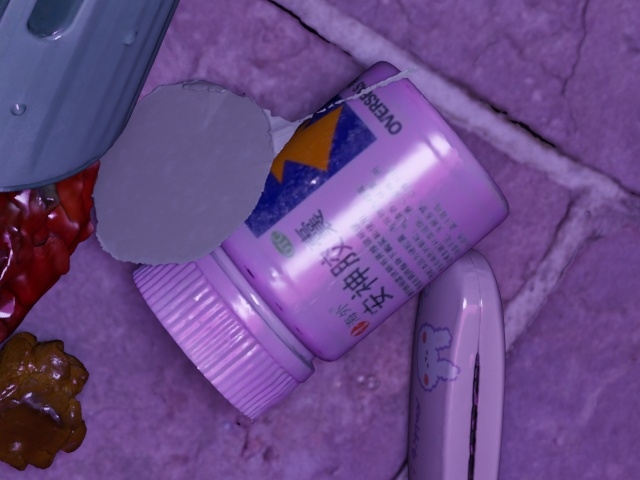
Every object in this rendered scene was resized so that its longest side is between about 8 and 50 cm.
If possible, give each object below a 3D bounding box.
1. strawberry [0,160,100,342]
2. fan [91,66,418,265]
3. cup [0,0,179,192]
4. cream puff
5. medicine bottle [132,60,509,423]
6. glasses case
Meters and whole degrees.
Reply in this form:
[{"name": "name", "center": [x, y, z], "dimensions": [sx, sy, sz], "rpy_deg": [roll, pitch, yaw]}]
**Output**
[{"name": "strawberry", "center": [-0.370, -0.010, 1.526], "dimensions": [0.317, 0.295, 0.345], "rpy_deg": [12, 138, -31]}, {"name": "fan", "center": [-0.056, -0.082, 1.580], "dimensions": [0.310, 0.182, 0.010], "rpy_deg": [-21, 149, 16]}, {"name": "cup", "center": [-0.249, -0.257, 1.281], "dimensions": [0.400, 0.310, 0.392], "rpy_deg": [-4, 144, -36]}, {"name": "cream puff", "center": [-0.258, 0.138, 1.656], "dimensions": [0.116, 0.094, 0.122], "rpy_deg": [10, 128, -17]}, {"name": "medicine bottle", "center": [0.000, 0.000, 1.619], "dimensions": [0.290, 0.178, 0.178], "rpy_deg": [-39, 108, 1]}, {"name": "glasses case", "center": [0.123, 0.153, 1.719], "dimensions": [0.075, 0.113, 0.297], "rpy_deg": [-2, 105, -13]}]
